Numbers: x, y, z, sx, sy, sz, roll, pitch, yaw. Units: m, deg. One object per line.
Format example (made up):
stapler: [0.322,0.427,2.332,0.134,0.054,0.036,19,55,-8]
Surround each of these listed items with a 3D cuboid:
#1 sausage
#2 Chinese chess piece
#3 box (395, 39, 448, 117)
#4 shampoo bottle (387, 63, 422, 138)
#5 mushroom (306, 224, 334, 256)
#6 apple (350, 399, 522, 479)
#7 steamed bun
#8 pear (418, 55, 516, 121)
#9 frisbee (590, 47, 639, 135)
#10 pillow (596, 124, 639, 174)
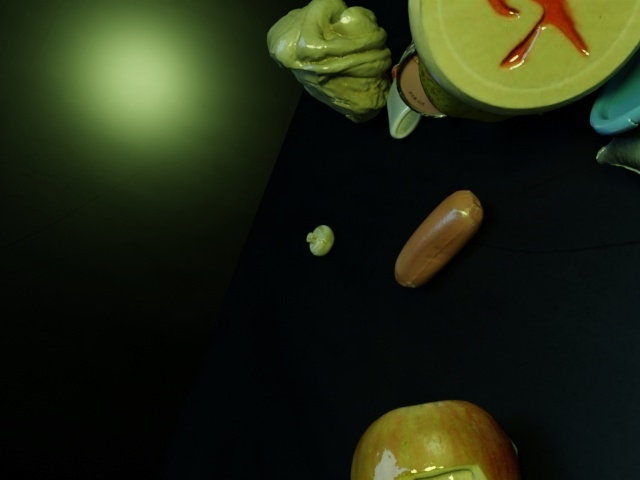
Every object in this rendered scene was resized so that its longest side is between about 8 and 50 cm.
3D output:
sausage: [0.178,0.003,0.773,0.194,0.077,0.077,-57,22,37]
Chinese chess piece: [0.219,-0.259,0.528,0.251,0.251,0.097,-61,1,27]
box: [0.216,-0.318,0.891,0.151,0.151,0.135,-50,19,48]
shampoo bottle: [0.188,-0.328,1.133,0.108,0.051,0.221,123,158,-43]
mushroom: [0.000,0.000,1.314,0.083,0.067,0.083,-45,34,42]
apple: [0.116,0.267,0.520,0.199,0.199,0.199,-56,22,37]
steamed bun: [0.042,-0.458,1.245,0.325,0.372,0.230,40,101,40]
pear: [0.233,-0.266,0.689,0.197,0.197,0.197,-56,22,37]
frisbee: [0.348,-0.191,0.449,0.242,0.045,0.242,-56,-1,-2]
pillow: [0.323,-0.085,0.458,0.136,0.055,0.091,-94,23,-58]
